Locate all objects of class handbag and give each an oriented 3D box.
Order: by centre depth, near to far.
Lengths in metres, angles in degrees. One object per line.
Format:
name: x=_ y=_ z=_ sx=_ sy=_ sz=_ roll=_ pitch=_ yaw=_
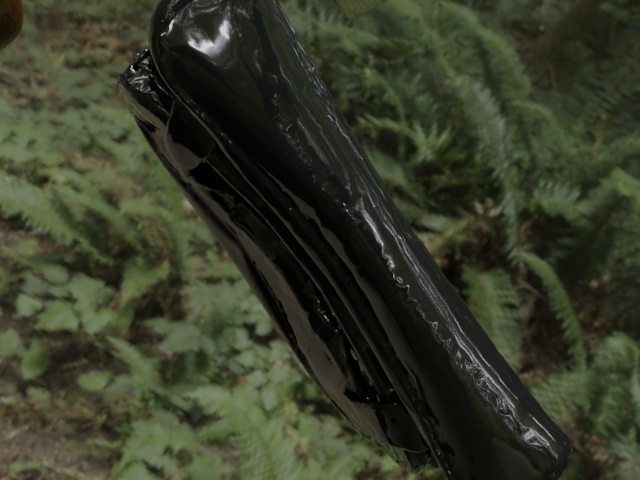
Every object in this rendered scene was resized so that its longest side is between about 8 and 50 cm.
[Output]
handbag: x=0.000 y=0.000 z=0.553 sx=0.275 sy=0.088 sz=0.244 roll=58 pitch=-6 yaw=-8

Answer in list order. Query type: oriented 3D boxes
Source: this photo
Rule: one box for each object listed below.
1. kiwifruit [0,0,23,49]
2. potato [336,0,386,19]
kiwifruit: x=-0.286 y=-0.211 z=0.896 sx=0.075 sy=0.075 sz=0.124 roll=-116 pitch=-173 yaw=-55
potato: x=0.066 y=-0.240 z=0.821 sx=0.081 sy=0.149 sz=0.120 roll=55 pitch=-10 yaw=-12
